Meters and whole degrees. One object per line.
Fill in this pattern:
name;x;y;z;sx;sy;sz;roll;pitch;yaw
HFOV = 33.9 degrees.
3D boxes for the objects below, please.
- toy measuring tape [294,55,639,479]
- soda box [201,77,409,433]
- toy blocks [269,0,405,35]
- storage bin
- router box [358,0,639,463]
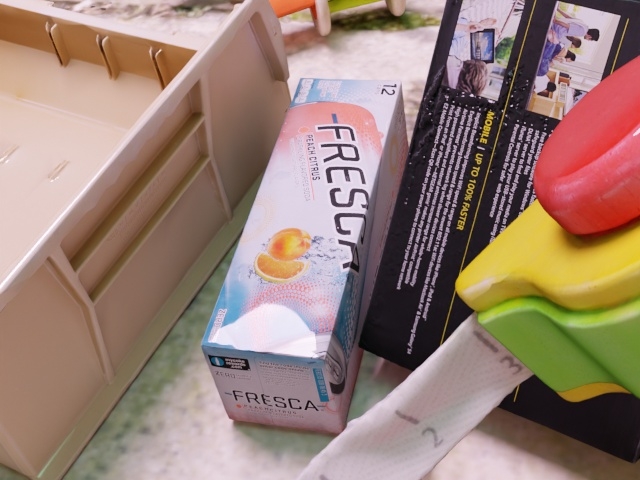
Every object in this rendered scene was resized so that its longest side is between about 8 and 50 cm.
toy measuring tape;0.083;0.041;0.345;0.330;0.121;0.121;-45;49;10
soda box;0.000;0.000;0.517;0.058;0.063;0.183;4;49;15
toy blocks;-0.031;-0.174;0.685;0.148;0.054;0.123;-15;47;-3
storage bin;-0.184;-0.045;0.552;0.262;0.123;0.260;17;54;24
router box;0.100;-0.015;0.443;0.133;0.179;0.046;21;17;26
